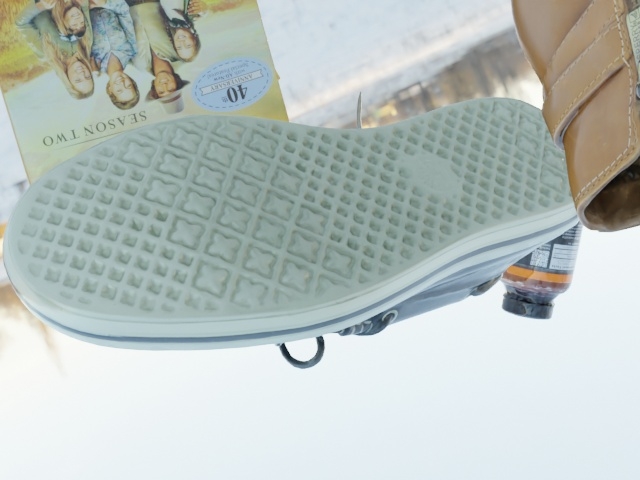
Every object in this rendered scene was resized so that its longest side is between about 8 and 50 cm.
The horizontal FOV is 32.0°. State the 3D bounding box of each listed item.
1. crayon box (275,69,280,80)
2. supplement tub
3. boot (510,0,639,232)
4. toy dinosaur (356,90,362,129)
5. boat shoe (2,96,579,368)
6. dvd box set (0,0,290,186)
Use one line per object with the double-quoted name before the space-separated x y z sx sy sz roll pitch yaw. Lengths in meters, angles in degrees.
"crayon box" -0.199 -0.271 1.597 0.203 0.323 0.083 -27 -175 38
"supplement tub" 0.293 0.003 1.494 0.106 0.198 0.106 10 -172 -1
"boot" 0.182 -0.146 0.433 0.109 0.220 0.283 23 142 -35
"toy dinosaur" 0.084 -0.076 1.317 0.064 0.112 0.211 -13 153 35
"boat shoe" 0.000 0.000 0.855 0.500 0.187 0.156 -13 152 -37
"dvd box set" -0.215 -0.218 1.253 0.307 0.420 0.062 -16 -173 -13
